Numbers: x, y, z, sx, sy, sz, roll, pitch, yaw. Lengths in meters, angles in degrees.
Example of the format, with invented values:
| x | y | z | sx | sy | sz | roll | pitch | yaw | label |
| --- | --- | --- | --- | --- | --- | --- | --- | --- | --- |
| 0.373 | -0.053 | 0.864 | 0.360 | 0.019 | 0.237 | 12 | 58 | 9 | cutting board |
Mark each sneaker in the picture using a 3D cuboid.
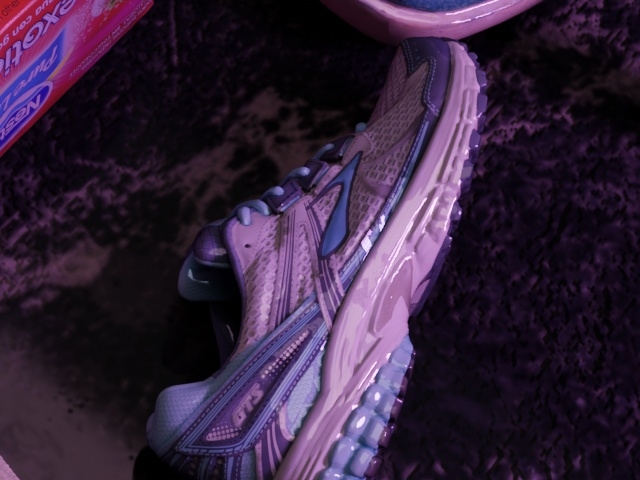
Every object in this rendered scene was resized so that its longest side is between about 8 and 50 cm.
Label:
| x | y | z | sx | sy | sz | roll | pitch | yaw | label |
| --- | --- | --- | --- | --- | --- | --- | --- | --- | --- |
| 0.000 | 0.000 | 0.731 | 0.122 | 0.110 | 0.283 | 19 | 59 | 1 | sneaker |

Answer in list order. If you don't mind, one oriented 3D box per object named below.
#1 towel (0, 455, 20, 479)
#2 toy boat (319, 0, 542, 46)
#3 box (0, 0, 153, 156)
| x | y | z | sx | sy | sz | roll | pitch | yaw | label |
| --- | --- | --- | --- | --- | --- | --- | --- | --- | --- |
| -0.206 | 0.130 | 0.653 | 0.110 | 0.027 | 0.148 | 41 | 60 | 11 | towel |
| 0.137 | -0.187 | 0.843 | 0.318 | 0.148 | 0.267 | 41 | 60 | 10 | toy boat |
| -0.197 | -0.111 | 0.732 | 0.128 | 0.122 | 0.257 | 35 | 59 | 6 | box |
